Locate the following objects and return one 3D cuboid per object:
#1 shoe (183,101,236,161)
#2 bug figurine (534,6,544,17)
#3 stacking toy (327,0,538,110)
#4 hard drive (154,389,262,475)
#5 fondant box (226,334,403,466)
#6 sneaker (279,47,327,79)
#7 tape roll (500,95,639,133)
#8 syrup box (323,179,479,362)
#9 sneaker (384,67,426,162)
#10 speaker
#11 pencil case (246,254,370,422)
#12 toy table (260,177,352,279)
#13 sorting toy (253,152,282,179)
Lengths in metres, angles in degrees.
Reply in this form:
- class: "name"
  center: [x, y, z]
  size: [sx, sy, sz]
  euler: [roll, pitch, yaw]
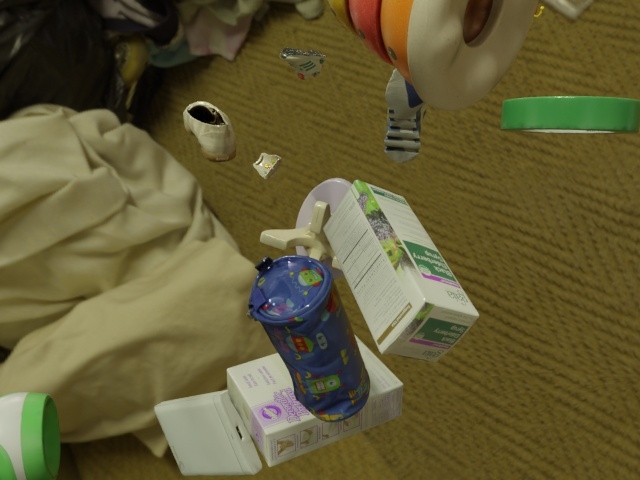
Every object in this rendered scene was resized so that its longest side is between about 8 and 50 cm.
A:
- class: "shoe"
  center: [-0.184, -0.199, 1.024]
  size: [0.077, 0.058, 0.219]
  euler: [-14, 34, -16]
- class: "bug figurine"
  center: [0.415, -0.537, 1.558]
  size: [0.279, 0.216, 0.072]
  euler: [-46, 51, 46]
- class: "stacking toy"
  center: [0.131, -0.475, 1.151]
  size: [0.480, 0.351, 0.350]
  euler: [32, 95, 35]
- class: "hard drive"
  center: [-0.328, 0.555, 1.737]
  size: [0.353, 0.047, 0.233]
  euler: [-22, 91, 44]
- class: "fondant box"
  center: [-0.015, 0.342, 1.379]
  size: [0.238, 0.330, 0.096]
  euler: [40, 138, 53]
- class: "sneaker"
  center: [-0.048, -0.454, 1.587]
  size: [0.057, 0.161, 0.075]
  euler: [31, 118, 28]
- class: "tape roll"
  center: [0.616, -0.308, 1.522]
  size: [0.321, 0.321, 0.077]
  euler: [8, 100, 29]
- class: "syrup box"
  center: [0.095, 0.035, 0.789]
  size: [0.096, 0.093, 0.237]
  euler: [-56, 37, 27]
- class: "sneaker"
  center: [0.241, -0.394, 1.701]
  size: [0.128, 0.315, 0.182]
  euler: [8, 43, 3]
- class: "speaker"
  center: [-0.481, 0.263, 0.735]
  size: [0.297, 0.131, 0.131]
  euler: [-6, 72, -14]
- class: "pencil case"
  center: [-0.013, 0.156, 0.931]
  size: [0.133, 0.306, 0.119]
  euler: [-20, 42, 1]
- class: "toy table"
  center: [0.000, 0.000, 1.474]
  size: [0.252, 0.161, 0.274]
  euler: [8, 113, 18]
- class: "sorting toy"
  center: [-0.173, -0.241, 1.945]
  size: [0.075, 0.045, 0.083]
  euler: [35, 84, 15]
